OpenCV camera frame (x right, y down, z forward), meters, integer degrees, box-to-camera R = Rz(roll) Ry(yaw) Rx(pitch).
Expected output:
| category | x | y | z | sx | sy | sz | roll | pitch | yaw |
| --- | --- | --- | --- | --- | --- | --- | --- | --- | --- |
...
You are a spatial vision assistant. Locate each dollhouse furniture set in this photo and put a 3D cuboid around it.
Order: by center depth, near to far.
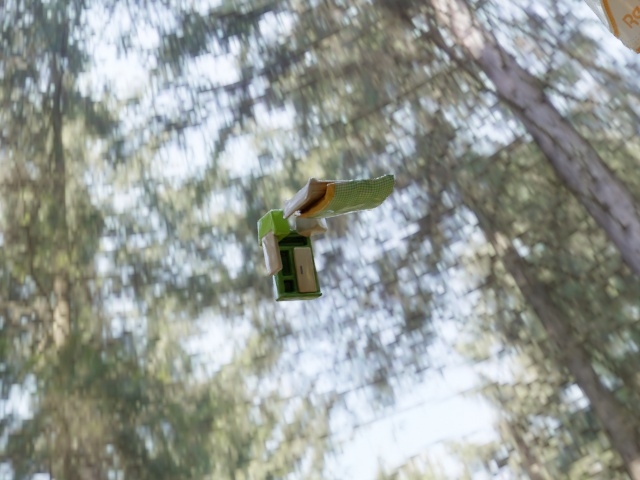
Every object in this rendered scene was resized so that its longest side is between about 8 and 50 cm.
| category | x | y | z | sx | sy | sz | roll | pitch | yaw |
| --- | --- | --- | --- | --- | --- | --- | --- | --- | --- |
| dollhouse furniture set | 0.000 | 0.000 | 1.316 | 0.076 | 0.151 | 0.059 | -2 | -107 | -25 |

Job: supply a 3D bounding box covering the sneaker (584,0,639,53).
| category | x | y | z | sx | sy | sz | roll | pitch | yaw |
| --- | --- | --- | --- | --- | --- | --- | --- | --- | --- |
| sneaker | 0.259 | -0.208 | 1.158 | 0.127 | 0.321 | 0.126 | 35 | -63 | -5 |
